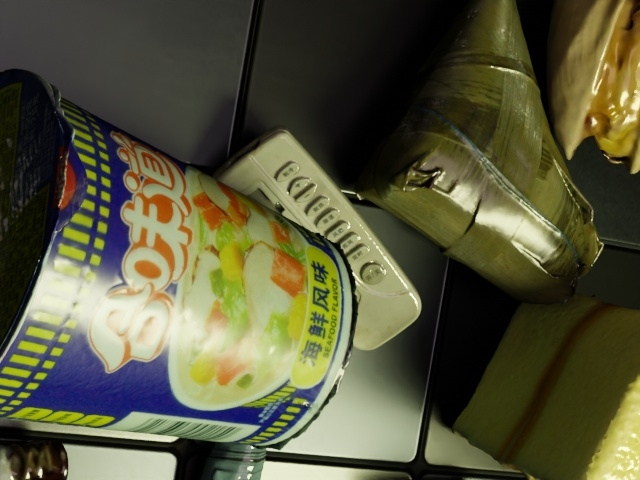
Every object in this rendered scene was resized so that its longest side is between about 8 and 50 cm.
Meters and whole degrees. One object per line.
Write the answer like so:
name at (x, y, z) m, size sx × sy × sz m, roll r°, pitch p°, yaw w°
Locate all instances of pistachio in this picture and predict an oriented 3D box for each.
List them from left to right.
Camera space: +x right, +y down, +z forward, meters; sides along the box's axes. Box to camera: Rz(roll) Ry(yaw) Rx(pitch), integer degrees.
pistachio at (0.293, -0.184, 1.452) m, size 0.157 × 0.157 × 0.230 m, roll 6°, pitch 98°, yaw -27°

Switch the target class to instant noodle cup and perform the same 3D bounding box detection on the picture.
instant noodle cup at (-0.146, 0.042, 1.187) m, size 0.312 × 0.284 × 0.284 m, roll 20°, pitch 86°, yaw -35°

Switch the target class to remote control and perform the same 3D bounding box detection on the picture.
remote control at (0.000, 0.000, 1.359) m, size 0.090 × 0.049 × 0.230 m, roll -35°, pitch 113°, yaw 12°

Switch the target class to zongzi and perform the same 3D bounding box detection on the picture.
zongzi at (0.195, -0.099, 1.417) m, size 0.250 × 0.125 × 0.274 m, roll 36°, pitch 73°, yaw -24°

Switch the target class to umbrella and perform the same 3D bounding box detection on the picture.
umbrella at (-0.087, 0.233, 1.342) m, size 0.053 × 0.052 × 0.250 m, roll 16°, pitch 88°, yaw 7°

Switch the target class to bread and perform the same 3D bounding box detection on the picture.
bread at (0.301, 0.181, 1.415) m, size 0.236 × 0.263 × 0.198 m, roll 34°, pitch 84°, yaw -23°

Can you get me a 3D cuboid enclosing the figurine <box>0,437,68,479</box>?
figurine at (-0.367, 0.205, 1.139) m, size 0.370 × 0.167 × 0.281 m, roll 4°, pitch 59°, yaw -37°
